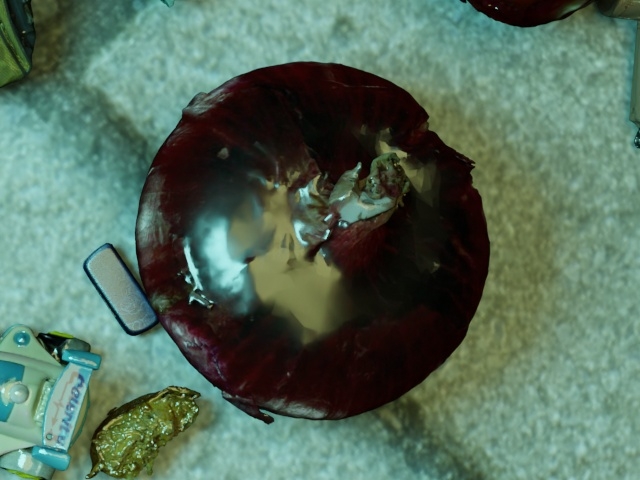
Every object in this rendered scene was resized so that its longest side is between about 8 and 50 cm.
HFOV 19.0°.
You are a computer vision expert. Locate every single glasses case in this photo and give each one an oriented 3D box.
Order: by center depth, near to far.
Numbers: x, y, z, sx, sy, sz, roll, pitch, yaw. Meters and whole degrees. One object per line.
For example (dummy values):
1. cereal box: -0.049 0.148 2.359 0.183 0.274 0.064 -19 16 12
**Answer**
1. glasses case: -0.172 0.044 1.646 0.033 0.023 0.083 -34 91 -7

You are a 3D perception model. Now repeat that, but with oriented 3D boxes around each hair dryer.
1. hair dryer: 0.315 -0.176 1.789 0.117 0.064 0.181 5 90 -16

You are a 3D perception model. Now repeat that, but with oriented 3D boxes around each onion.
1. onion: 0.000 0.000 1.588 0.314 0.232 0.313 2 83 -17

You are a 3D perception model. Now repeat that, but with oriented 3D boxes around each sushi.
1. sushi: -0.153 0.164 1.618 0.061 0.060 0.118 41 76 -12

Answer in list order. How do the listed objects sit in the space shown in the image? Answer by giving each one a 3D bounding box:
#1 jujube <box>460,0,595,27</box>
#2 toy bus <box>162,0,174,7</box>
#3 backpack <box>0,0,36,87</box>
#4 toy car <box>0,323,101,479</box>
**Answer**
1. jujube: 0.152 -0.376 1.672 0.258 0.258 0.376 -28 87 -16
2. toy bus: -0.167 -0.324 1.600 0.109 0.091 0.261 -34 125 -6
3. backpack: -0.341 -0.241 1.550 0.206 0.133 0.258 -24 131 -13
4. toy car: -0.264 0.121 1.574 0.161 0.098 0.126 21 77 -13
